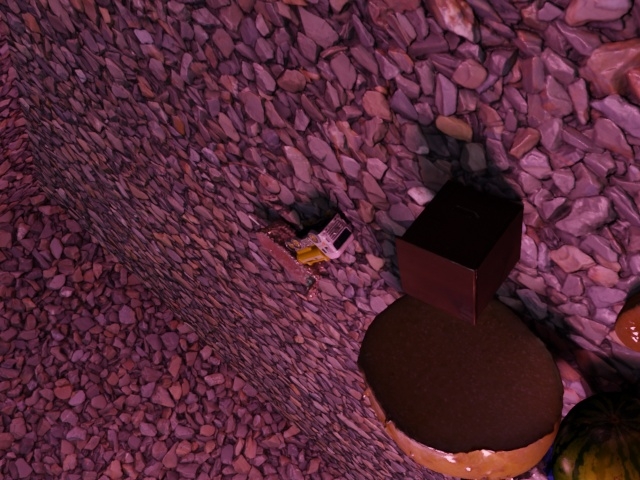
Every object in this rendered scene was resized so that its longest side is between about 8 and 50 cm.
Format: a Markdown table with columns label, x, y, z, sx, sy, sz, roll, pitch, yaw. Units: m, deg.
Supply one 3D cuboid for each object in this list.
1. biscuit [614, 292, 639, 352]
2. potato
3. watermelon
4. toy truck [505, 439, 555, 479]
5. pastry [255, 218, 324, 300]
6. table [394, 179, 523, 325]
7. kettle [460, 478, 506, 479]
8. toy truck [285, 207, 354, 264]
| label | x | y | z | sx | sy | sz | roll | pitch | yaw |
| --- | --- | --- | --- | --- | --- | --- | --- | --- | --- |
| biscuit | 0.715 | 0.210 | 1.066 | 0.394 | 0.076 | 0.368 | 44 | 153 | 5 |
| potato | 0.310 | 0.360 | 1.461 | 0.442 | 0.385 | 0.319 | 41 | 158 | 35 |
| watermelon | 0.617 | 0.462 | 1.303 | 0.285 | 0.285 | 0.285 | 32 | 150 | 21 |
| toy truck | 0.560 | 0.570 | 1.650 | 0.161 | 0.177 | 0.213 | 41 | 152 | 3 |
| pastry | -0.072 | 0.047 | 1.839 | 0.265 | 0.112 | 0.103 | 52 | 157 | 9 |
| table | 0.272 | 0.014 | 1.240 | 0.169 | 0.193 | 0.172 | 25 | 147 | 32 |
| kettle | 0.548 | 0.786 | 1.955 | 0.232 | 0.202 | 0.144 | 40 | 179 | 5 |
| toy truck | 0.000 | 0.000 | 1.687 | 0.114 | 0.098 | 0.227 | 46 | 155 | -13 |
